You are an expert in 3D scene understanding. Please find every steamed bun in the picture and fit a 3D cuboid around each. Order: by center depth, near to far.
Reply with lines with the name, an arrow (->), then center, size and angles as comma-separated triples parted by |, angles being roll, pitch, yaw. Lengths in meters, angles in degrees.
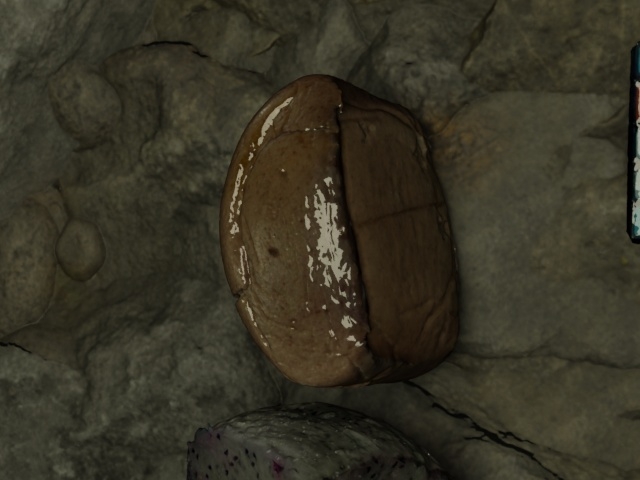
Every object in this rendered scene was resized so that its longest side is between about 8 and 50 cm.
steamed bun -> 0.000, 0.000, 1.702 | 0.199, 0.251, 0.301 | -12, 83, 31

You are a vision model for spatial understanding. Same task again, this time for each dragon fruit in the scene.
dragon fruit -> -0.001, 0.278, 1.728 | 0.221, 0.204, 0.283 | 33, 128, 43

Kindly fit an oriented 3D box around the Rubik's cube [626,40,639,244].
Rubik's cube -> 0.387, -0.086, 1.578 | 0.184, 0.182, 0.187 | 2, 91, 20
